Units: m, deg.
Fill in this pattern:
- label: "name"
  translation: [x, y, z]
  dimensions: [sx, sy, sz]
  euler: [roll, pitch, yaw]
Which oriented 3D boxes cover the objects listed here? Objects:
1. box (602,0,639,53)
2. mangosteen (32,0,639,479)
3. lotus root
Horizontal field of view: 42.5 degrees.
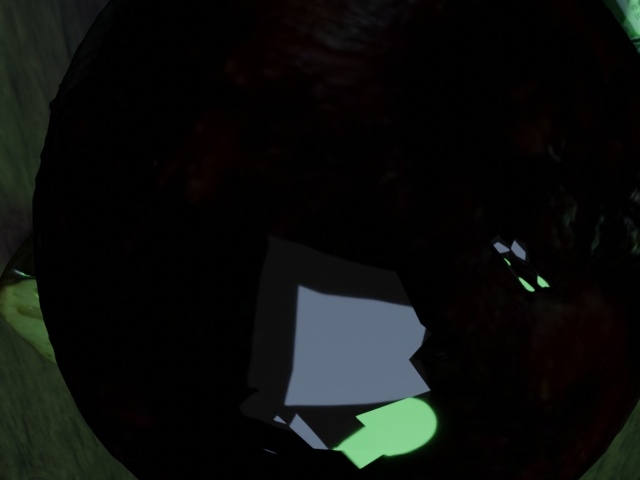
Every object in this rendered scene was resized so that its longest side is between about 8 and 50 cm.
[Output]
- label: "box"
  translation: [0.174, -0.239, 0.437]
  dimensions: [0.180, 0.103, 0.250]
  euler: [-29, 125, 29]
- label: "mangosteen"
  translation: [0.003, 0.012, 0.510]
  dimensions: [0.381, 0.381, 0.421]
  euler: [30, 129, -20]
- label: "lotus root"
  translation: [-0.180, 0.081, 0.798]
  dimensions: [0.261, 0.074, 0.170]
  euler: [25, 132, -18]
